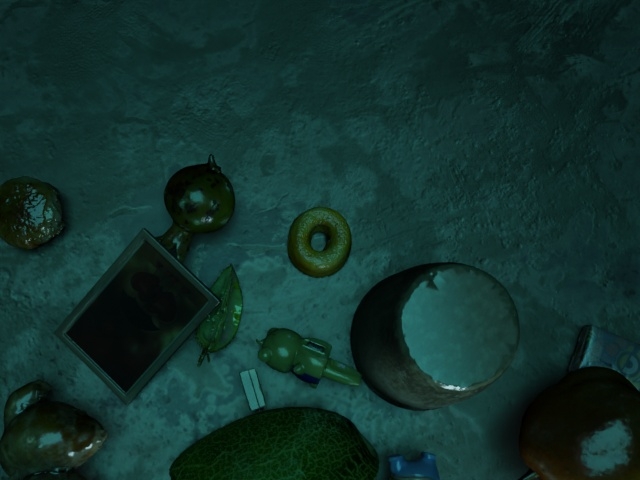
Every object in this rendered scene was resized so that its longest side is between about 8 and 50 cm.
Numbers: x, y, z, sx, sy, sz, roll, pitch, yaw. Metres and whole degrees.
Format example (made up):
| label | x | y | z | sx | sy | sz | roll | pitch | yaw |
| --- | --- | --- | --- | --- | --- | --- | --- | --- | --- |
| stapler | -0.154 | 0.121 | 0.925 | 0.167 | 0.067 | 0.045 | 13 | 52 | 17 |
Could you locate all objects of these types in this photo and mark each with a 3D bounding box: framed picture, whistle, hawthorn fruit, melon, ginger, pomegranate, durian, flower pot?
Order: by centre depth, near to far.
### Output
| label | x | y | z | sx | sy | sz | roll | pitch | yaw |
| --- | --- | --- | --- | --- | --- | --- | --- | --- | --- |
| ginger | -0.492 | 0.439 | 1.325 | 0.256 | 0.176 | 0.375 | -21 | 70 | 11 |
| flower pot | 0.217 | 0.180 | 1.361 | 0.293 | 0.330 | 0.294 | 1 | 80 | -3 |
| melon | -0.066 | 0.459 | 1.363 | 0.343 | 0.226 | 0.331 | -39 | 42 | -10 |
| hawthorn fruit | 0.504 | 0.397 | 1.374 | 0.300 | 0.268 | 0.268 | -27 | 82 | -5 |
| framed picture | -0.365 | 0.151 | 1.424 | 0.211 | 0.020 | 0.289 | 43 | 99 | 5 |
| durian | -0.208 | 0.155 | 1.442 | 0.086 | 0.100 | 0.215 | 12 | 71 | 1 |
| whistle | -0.025 | 0.241 | 1.447 | 0.227 | 0.105 | 0.085 | 22 | 118 | 0 |
| pomegranate | -0.270 | -0.063 | 1.460 | 0.220 | 0.156 | 0.156 | -39 | 84 | -2 |

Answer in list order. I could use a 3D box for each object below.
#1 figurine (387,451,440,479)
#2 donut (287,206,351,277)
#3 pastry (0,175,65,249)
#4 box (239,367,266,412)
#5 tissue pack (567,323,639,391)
| label | x | y | z | sx | sy | sz | roll | pitch | yaw |
| --- | --- | --- | --- | --- | --- | --- | --- | --- | --- |
| figurine | 0.136 | 0.528 | 1.376 | 0.180 | 0.153 | 0.262 | 24 | 74 | -40 |
| donut | 0.000 | 0.000 | 1.516 | 0.151 | 0.058 | 0.152 | 1 | 76 | -5 |
| pastry | -0.598 | -0.057 | 1.460 | 0.153 | 0.081 | 0.153 | 1 | 81 | -8 |
| box | -0.135 | 0.299 | 1.431 | 0.035 | 0.079 | 0.083 | -16 | 79 | -9 |
| tissue pack | 0.612 | 0.255 | 1.516 | 0.148 | 0.060 | 0.109 | 24 | 76 | -1 |
